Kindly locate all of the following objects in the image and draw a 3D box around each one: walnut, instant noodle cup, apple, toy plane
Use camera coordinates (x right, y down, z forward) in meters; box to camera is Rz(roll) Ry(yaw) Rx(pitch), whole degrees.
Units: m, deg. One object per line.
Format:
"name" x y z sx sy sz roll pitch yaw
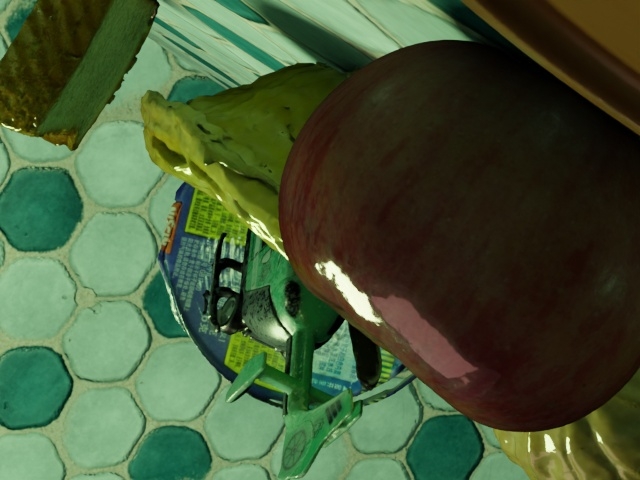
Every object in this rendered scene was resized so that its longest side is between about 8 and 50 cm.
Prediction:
"walnut" 0.242 0.133 1.194 0.213 0.213 0.213 33 -179 -1
"instant noodle cup" 0.000 0.000 1.511 0.284 0.284 0.312 33 -171 -3
"apple" 0.060 -0.005 0.561 0.153 0.120 0.153 39 179 0
"toy plane" -0.016 0.047 1.219 0.106 0.155 0.381 27 -143 -19

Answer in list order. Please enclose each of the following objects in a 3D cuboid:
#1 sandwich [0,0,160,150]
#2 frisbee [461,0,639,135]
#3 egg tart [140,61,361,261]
"sandwich" -0.225 -0.173 1.378 0.065 0.186 0.215 31 -176 1
"frisbee" 0.107 -0.026 0.300 0.251 0.021 0.251 34 -179 -1
"egg tart" 0.037 -0.021 0.987 0.345 0.132 0.345 33 -178 -1
